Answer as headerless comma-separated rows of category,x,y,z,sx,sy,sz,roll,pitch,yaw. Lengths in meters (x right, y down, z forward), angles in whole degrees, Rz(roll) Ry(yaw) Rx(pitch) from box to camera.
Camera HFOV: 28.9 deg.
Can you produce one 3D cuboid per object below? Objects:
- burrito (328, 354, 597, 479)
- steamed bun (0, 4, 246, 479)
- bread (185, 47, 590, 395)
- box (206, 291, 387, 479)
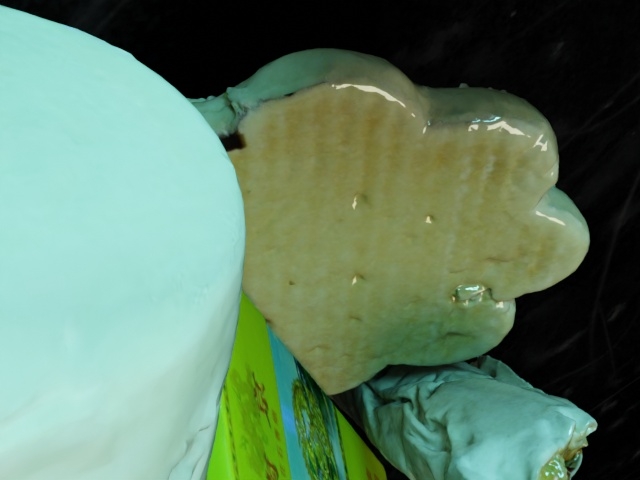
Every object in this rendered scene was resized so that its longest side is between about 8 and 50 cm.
burrito,0.085,0.114,0.863,0.117,0.076,0.392,-19,-171,-13
steamed bun,-0.265,0.098,0.420,0.455,0.290,0.371,-22,142,-32
bread,0.000,0.000,0.717,0.315,0.054,0.316,-5,144,-4
box,-0.012,0.164,0.743,0.047,0.187,0.335,-18,145,11
